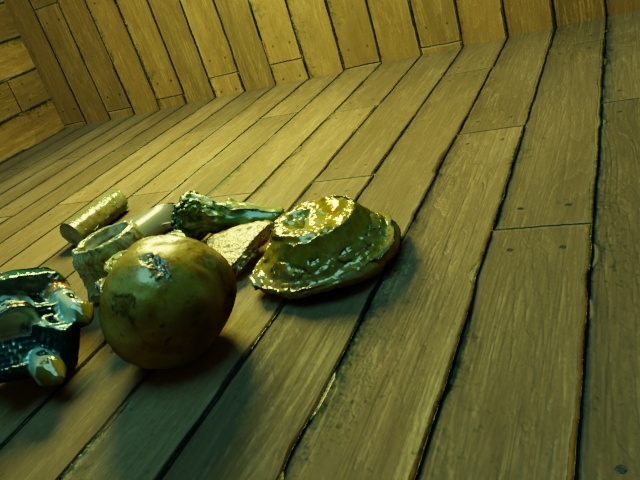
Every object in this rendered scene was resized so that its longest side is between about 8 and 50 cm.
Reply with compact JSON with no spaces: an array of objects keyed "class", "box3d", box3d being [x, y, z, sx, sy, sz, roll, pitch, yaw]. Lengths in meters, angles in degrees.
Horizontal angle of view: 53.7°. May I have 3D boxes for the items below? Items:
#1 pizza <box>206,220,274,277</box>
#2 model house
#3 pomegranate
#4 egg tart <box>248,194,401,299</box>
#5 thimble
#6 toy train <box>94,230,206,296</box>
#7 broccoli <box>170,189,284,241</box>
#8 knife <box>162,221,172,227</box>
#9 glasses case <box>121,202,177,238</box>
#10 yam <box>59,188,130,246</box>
[{"class":"pizza","box3d":[-0.194,0.035,1.477,0.188,0.062,0.199,-15,32,19]},{"class":"model house","box3d":[-0.568,0.189,1.249,0.291,0.185,0.253,24,19,38]},{"class":"pomegranate","box3d":[-0.289,0.114,1.183,0.260,0.260,0.260,-15,26,7]},{"class":"egg tart","box3d":[0.004,-0.001,1.337,0.341,0.129,0.341,-14,28,8]},{"class":"thimble","box3d":[-0.506,0.053,1.543,0.190,0.144,0.137,-33,30,-28]},{"class":"toy train","box3d":[-0.364,0.086,1.405,0.260,0.134,0.177,-23,34,-8]},{"class":"broccoli","box3d":[-0.236,-0.054,1.626,0.304,0.146,0.165,-4,17,6]},{"class":"knife","box3d":[-0.317,-0.055,1.743,0.244,0.058,0.032,-12,64,13]},{"class":"glasses case","box3d":[-0.517,-0.021,1.767,0.128,0.083,0.308,1,31,33]},{"class":"yam","box3d":[-0.706,-0.078,1.998,0.093,0.093,0.259,-4,29,27]}]
